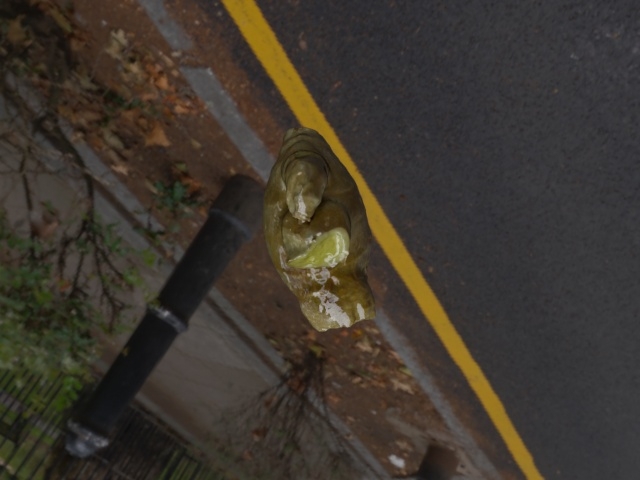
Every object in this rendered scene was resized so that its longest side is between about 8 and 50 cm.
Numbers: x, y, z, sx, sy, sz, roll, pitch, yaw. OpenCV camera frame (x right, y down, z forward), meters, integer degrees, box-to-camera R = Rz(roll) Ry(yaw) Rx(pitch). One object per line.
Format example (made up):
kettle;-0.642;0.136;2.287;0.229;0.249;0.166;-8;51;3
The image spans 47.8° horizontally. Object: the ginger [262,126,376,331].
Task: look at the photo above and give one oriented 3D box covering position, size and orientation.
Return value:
ginger;0.000;0.000;0.694;0.157;0.102;0.216;-117;13;-56
